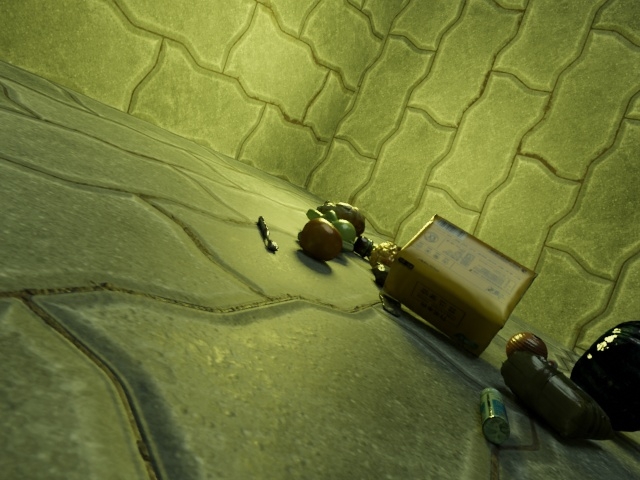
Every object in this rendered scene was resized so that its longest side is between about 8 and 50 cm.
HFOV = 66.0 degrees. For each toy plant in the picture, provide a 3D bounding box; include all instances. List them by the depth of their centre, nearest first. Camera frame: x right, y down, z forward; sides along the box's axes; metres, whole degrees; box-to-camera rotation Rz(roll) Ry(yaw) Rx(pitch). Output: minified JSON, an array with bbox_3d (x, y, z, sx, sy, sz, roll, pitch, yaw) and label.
[{"bbox_3d":[0.231,0.047,2.263,0.162,0.093,0.093,31,8,-6],"label":"toy plant"}]

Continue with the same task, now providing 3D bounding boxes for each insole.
[{"bbox_3d":[0.223,0.200,1.574,0.081,0.011,0.248,28,8,3],"label":"insole"}]

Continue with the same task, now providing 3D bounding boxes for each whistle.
[{"bbox_3d":[0.053,-0.051,2.064,0.141,0.141,0.294,23,16,-36],"label":"whistle"}]

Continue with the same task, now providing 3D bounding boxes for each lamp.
[{"bbox_3d":[0.710,0.383,1.697,0.136,0.137,0.136,28,8,-4],"label":"lamp"}]

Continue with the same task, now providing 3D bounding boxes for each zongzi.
[{"bbox_3d":[0.612,0.402,1.268,0.274,0.125,0.251,25,15,-38],"label":"zongzi"}]

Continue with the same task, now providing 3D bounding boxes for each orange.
[{"bbox_3d":[0.000,0.000,1.676,0.155,0.134,0.155,51,-1,1],"label":"orange"}]

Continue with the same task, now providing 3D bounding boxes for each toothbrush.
[{"bbox_3d":[-0.171,-0.026,1.579,0.029,0.024,0.354,32,7,-20],"label":"toothbrush"}]

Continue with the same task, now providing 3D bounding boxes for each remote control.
[{"bbox_3d":[0.019,0.006,1.857,0.098,0.038,0.233,-8,-19,41],"label":"remote control"}]

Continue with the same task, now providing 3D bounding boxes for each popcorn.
[{"bbox_3d":[0.294,0.090,2.065,0.170,0.180,0.179,-15,-24,38],"label":"popcorn"}]

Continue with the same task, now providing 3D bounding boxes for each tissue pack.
[{"bbox_3d":[0.443,0.136,1.597,0.381,0.228,0.293,34,51,21],"label":"tissue pack"}]

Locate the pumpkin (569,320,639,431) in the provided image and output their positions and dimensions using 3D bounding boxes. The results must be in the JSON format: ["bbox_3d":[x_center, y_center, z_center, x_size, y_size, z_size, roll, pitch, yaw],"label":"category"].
[{"bbox_3d":[0.957,0.421,1.523,0.363,0.363,0.266,19,26,-51],"label":"pumpkin"}]

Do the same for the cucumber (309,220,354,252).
[{"bbox_3d":[0.045,-0.021,2.152,0.245,0.067,0.067,32,9,17],"label":"cucumber"}]

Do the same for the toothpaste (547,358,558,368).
[{"bbox_3d":[0.819,0.457,1.845,0.194,0.043,0.067,17,13,-34],"label":"toothpaste"}]

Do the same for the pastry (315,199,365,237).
[{"bbox_3d":[0.092,-0.096,2.266,0.235,0.121,0.257,15,-23,-12],"label":"pastry"}]

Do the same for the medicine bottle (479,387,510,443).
[{"bbox_3d":[0.342,0.341,0.975,0.051,0.051,0.191,31,9,15],"label":"medicine bottle"}]

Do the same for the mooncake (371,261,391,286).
[{"bbox_3d":[0.252,0.139,1.832,0.125,0.073,0.130,25,7,-3],"label":"mooncake"}]
